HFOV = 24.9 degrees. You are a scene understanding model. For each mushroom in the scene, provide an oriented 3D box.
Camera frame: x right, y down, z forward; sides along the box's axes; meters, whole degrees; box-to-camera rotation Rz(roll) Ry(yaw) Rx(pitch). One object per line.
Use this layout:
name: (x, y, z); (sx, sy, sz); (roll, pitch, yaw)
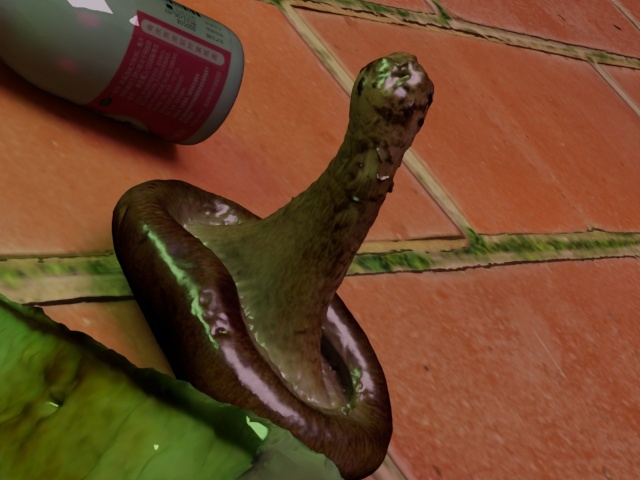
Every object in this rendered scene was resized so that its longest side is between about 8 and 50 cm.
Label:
mushroom: (0.000, 0.000, 0.805); (0.148, 0.217, 0.227); (-1, 49, -55)

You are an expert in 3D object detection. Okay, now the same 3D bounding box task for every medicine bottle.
medicine bottle: (-0.159, -0.137, 0.949); (0.217, 0.090, 0.090); (21, 32, -33)

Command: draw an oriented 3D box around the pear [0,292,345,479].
pear: (-0.043, 0.168, 0.531); (0.282, 0.176, 0.286); (41, -13, -34)
